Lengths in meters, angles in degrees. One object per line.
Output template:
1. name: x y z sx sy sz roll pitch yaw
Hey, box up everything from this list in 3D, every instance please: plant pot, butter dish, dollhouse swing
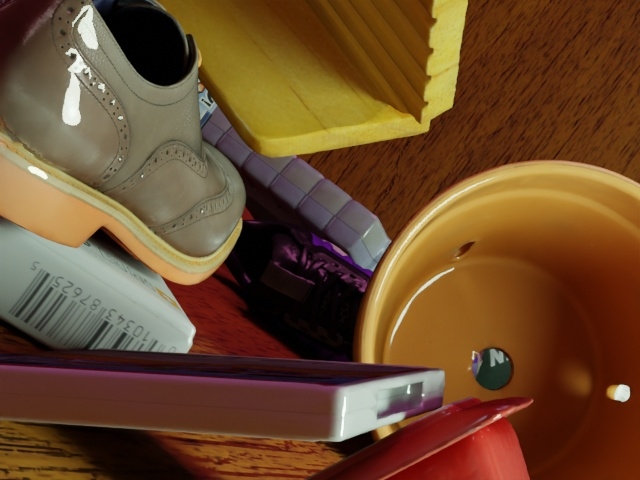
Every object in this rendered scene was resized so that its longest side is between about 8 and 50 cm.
1. plant pot: 0.155 0.095 1.448 0.291 0.291 0.203 36 -11 -4
2. butter dish: 0.055 0.158 0.957 0.118 0.160 0.160 62 9 7
3. dollhouse swing: -0.127 -0.168 1.099 0.315 0.305 0.347 55 -12 17

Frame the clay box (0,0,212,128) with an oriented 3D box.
1. clay box: -0.218 -0.128 1.629 0.222 0.127 0.053 39 5 20

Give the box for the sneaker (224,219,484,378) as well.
1. sneaker: 0.009 0.061 1.635 0.146 0.102 0.293 31 0 -45

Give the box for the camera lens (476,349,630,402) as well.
1. camera lens: 0.249 0.133 1.849 0.219 0.219 0.274 40 6 31

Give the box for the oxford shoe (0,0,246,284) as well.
1. oxford shoe: -0.103 -0.064 1.089 0.130 0.133 0.363 38 6 14

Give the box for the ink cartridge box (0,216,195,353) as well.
1. ink cartridge box: -0.244 -0.051 1.144 0.303 0.072 0.307 32 5 -26

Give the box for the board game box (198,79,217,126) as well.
1. board game box: -0.162 -0.117 1.496 0.136 0.201 0.035 35 6 -10

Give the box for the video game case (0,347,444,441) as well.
1. video game case: -0.060 0.071 0.895 0.204 0.025 0.285 3 -2 12

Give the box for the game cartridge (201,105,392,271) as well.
1. game cartridge: 0.000 0.000 1.947 0.230 0.068 0.355 43 -7 24
